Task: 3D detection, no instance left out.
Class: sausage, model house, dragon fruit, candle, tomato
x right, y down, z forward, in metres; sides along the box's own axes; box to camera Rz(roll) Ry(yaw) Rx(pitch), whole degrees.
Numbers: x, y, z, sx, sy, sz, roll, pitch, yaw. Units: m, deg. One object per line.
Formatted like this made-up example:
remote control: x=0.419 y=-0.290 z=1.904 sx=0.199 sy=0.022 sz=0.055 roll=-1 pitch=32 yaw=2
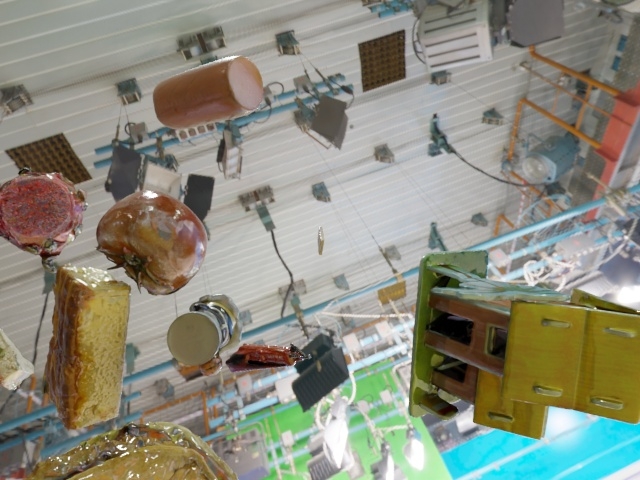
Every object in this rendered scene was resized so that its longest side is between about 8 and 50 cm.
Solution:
sausage: x=-0.265 y=-0.322 z=0.937 sx=0.304 sy=0.121 sz=0.121 roll=2 pitch=-29 yaw=37
model house: x=0.280 y=0.185 z=0.631 sx=0.339 sy=0.323 sz=0.301 roll=-1 pitch=-83 yaw=-37
dragon fruit: x=-0.694 y=-0.065 z=1.051 sx=0.210 sy=0.283 sz=0.147 roll=-14 pitch=-6 yaw=-40
candle: x=-0.147 y=0.320 z=1.138 sx=0.301 sy=0.085 sz=0.059 roll=-11 pitch=-28 yaw=37
tomato: x=-0.323 y=-0.006 z=0.829 sx=0.214 sy=0.181 sz=0.155 roll=40 pitch=-35 yaw=-14

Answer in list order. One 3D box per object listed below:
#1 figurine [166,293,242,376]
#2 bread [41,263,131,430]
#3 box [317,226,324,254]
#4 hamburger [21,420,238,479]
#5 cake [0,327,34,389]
figurine: x=-0.270 y=0.225 z=1.026 sx=0.132 sy=0.236 sz=0.176 roll=-11 pitch=-88 yaw=1
bread: x=-0.469 y=0.201 z=0.830 sx=0.114 sy=0.184 sz=0.275 roll=4 pitch=-81 yaw=-47
box: x=0.000 y=0.000 z=1.135 sx=0.012 sy=0.083 sz=0.046 roll=6 pitch=-63 yaw=-6
hamburger: x=-0.185 y=0.333 z=0.405 sx=0.259 sy=0.284 sz=0.144 roll=-12 pitch=-3 yaw=-26
cake: x=-1.034 y=0.389 z=1.374 sx=0.086 sy=0.220 sz=0.117 roll=-40 pitch=-27 yaw=-26
